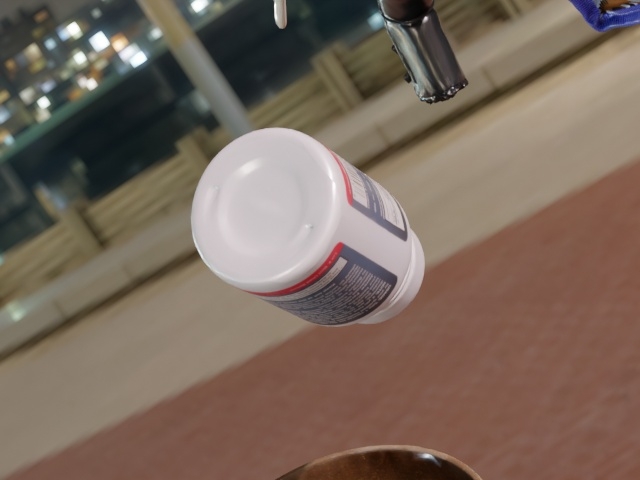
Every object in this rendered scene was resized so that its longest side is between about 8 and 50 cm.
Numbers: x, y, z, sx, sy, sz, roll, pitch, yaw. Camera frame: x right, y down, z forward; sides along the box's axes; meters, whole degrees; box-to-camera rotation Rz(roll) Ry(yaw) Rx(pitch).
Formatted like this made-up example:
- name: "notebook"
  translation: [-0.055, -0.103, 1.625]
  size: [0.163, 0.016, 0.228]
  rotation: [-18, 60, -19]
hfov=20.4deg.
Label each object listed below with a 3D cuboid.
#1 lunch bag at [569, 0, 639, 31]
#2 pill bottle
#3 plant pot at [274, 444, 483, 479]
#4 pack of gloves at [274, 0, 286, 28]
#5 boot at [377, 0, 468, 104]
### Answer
- name: "lunch bag"
  translation: [0.315, -0.364, 1.289]
  size: [0.385, 0.239, 0.328]
  rotation: [-4, 57, 59]
- name: "pill bottle"
  translation: [0.000, 0.000, 1.192]
  size: [0.108, 0.108, 0.180]
  rotation: [-32, -26, 14]
- name: "plant pot"
  translation: [0.052, 0.306, 1.290]
  size: [0.215, 0.230, 0.215]
  rotation: [-15, 30, 9]
- name: "pack of gloves"
  translation: [-0.059, -0.331, 1.541]
  size: [0.046, 0.195, 0.232]
  rotation: [-4, -32, -2]
- name: "boot"
  translation: [0.067, -0.139, 1.177]
  size: [0.045, 0.099, 0.121]
  rotation: [-24, 11, -2]
